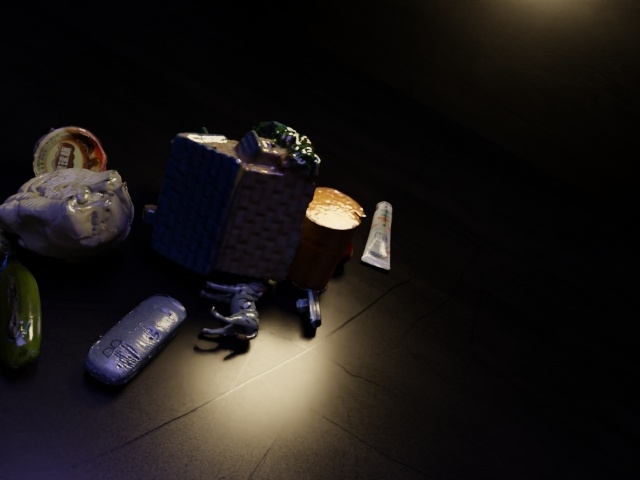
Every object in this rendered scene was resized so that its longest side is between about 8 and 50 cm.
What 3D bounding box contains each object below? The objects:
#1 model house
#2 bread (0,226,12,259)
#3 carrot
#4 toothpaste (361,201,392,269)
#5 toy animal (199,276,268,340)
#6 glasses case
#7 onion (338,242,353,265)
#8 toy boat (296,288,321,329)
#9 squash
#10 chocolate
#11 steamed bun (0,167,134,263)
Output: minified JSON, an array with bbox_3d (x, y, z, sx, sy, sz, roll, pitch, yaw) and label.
[{"bbox_3d":[-0.275,-0.162,1.590,0.400,0.395,0.445,7,27,-21],"label":"model house"},{"bbox_3d":[-0.809,0.003,1.338,0.156,0.064,0.117,15,40,-15],"label":"bread"},{"bbox_3d":[0.000,0.000,1.664,0.196,0.254,0.196,12,36,-9],"label":"carrot"},{"bbox_3d":[0.206,-0.019,1.983,0.100,0.066,0.323,21,40,-5],"label":"toothpaste"},{"bbox_3d":[-0.225,0.153,1.474,0.170,0.090,0.255,23,37,-11],"label":"toy animal"},{"bbox_3d":[-0.410,0.218,1.293,0.109,0.067,0.282,31,37,6],"label":"glasses case"},{"bbox_3d":[0.048,0.023,1.789,0.117,0.118,0.119,43,39,19],"label":"onion"},{"bbox_3d":[-0.032,0.185,1.578,0.066,0.059,0.140,-8,41,0],"label":"toy boat"},{"bbox_3d":[-0.653,0.139,1.239,0.087,0.087,0.331,-1,41,-32],"label":"squash"},{"bbox_3d":[-0.728,-0.240,1.630,0.221,0.221,0.147,-9,27,-38],"label":"chocolate"},{"bbox_3d":[-0.616,-0.049,1.423,0.280,0.207,0.268,0,28,12],"label":"steamed bun"}]
